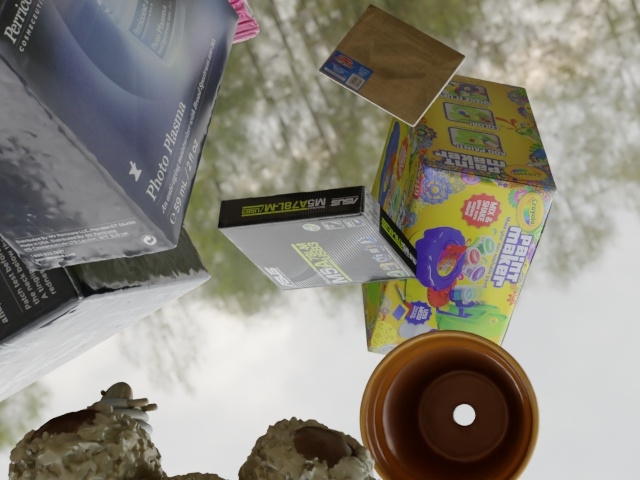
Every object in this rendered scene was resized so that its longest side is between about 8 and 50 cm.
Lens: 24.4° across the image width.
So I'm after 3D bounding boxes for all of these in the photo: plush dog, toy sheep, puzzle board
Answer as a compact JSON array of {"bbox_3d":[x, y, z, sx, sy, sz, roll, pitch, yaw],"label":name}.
[{"bbox_3d":[-0.096,0.253,1.011,0.262,0.210,0.225,5,-147,4],"label":"plush dog"},{"bbox_3d":[-0.244,0.237,1.808,0.091,0.132,0.091,-2,159,-1],"label":"toy sheep"},{"bbox_3d":[0.076,-0.186,1.574,0.128,0.011,0.096,32,-102,23],"label":"puzzle board"}]

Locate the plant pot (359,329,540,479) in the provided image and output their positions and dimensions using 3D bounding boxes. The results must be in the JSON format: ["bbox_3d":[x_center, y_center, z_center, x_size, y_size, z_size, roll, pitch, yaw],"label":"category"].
[{"bbox_3d":[0.161,0.211,1.768,0.205,0.205,0.188,-22,172,8],"label":"plant pot"}]

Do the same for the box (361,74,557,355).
[{"bbox_3d":[0.172,-0.032,1.967,0.177,0.290,0.279,10,-149,-8],"label":"box"}]

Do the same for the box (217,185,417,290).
[{"bbox_3d":[0.000,0.000,1.769,0.184,0.191,0.045,-7,-117,21],"label":"box"}]

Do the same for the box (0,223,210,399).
[{"bbox_3d":[-0.454,0.047,1.795,0.472,0.297,0.480,-29,175,12],"label":"box"}]

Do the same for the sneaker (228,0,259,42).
[{"bbox_3d":[-0.128,-0.284,1.594,0.103,0.111,0.252,-13,163,-6],"label":"sneaker"}]

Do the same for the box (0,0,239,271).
[{"bbox_3d":[-0.240,-0.179,1.347,0.183,0.294,0.296,-9,-128,27],"label":"box"}]
